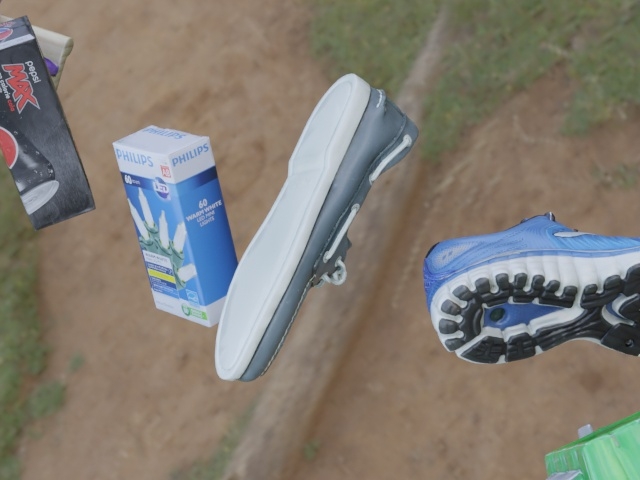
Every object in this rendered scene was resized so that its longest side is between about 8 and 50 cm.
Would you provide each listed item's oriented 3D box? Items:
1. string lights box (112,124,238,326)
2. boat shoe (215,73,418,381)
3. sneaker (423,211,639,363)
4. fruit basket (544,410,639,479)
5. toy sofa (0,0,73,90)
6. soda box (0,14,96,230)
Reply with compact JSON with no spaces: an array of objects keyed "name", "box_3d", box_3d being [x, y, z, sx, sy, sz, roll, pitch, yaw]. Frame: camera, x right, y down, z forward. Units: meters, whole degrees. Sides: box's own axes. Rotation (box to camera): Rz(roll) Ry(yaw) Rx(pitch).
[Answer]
[{"name":"string lights box","box_3d":[-0.193,-0.022,2.109,0.076,0.260,0.133,-29,28,-34]},{"name":"boat shoe","box_3d":[0.000,0.000,1.457,0.116,0.099,0.319,2,66,64]},{"name":"sneaker","box_3d":[0.251,0.027,1.438,0.330,0.130,0.147,1,32,-16]},{"name":"fruit basket","box_3d":[0.290,0.296,1.144,0.165,0.353,0.327,-17,-9,-4]},{"name":"toy sofa","box_3d":[-0.457,-0.259,1.909,0.150,0.362,0.177,20,98,14]},{"name":"soda box","box_3d":[-0.241,-0.096,1.258,0.060,0.169,0.053,-20,33,-8]}]
